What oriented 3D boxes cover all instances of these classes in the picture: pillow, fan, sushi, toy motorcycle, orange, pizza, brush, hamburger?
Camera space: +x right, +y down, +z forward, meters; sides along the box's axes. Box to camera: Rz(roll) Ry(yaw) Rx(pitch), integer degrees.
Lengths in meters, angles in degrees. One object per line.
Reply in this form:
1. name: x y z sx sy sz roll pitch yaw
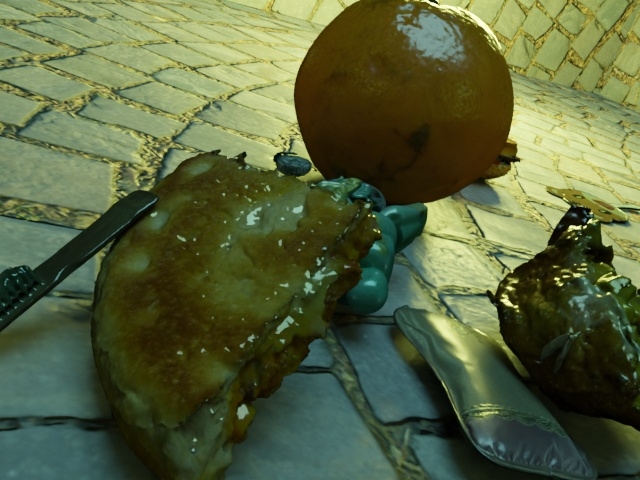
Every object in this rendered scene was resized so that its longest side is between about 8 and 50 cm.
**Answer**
1. pillow: 0.148 0.129 0.633 0.130 0.038 0.233 16 21 -19
2. fan: 0.559 -0.070 1.395 0.226 0.008 0.152 1 28 -33
3. sushi: 0.273 0.070 0.685 0.167 0.179 0.296 54 20 1
4. toy motorcycle: 0.001 -0.001 0.713 0.198 0.109 0.296 26 34 26
5. orange: 0.115 -0.194 0.994 0.312 0.312 0.312 15 24 -7
6. pizza: -0.060 0.032 0.532 0.226 0.086 0.336 -15 37 1
7. brush: -0.200 0.014 0.525 0.034 0.028 0.190 18 50 39
8. hamburger: 0.275 -0.163 1.294 0.165 0.087 0.137 8 25 -26
